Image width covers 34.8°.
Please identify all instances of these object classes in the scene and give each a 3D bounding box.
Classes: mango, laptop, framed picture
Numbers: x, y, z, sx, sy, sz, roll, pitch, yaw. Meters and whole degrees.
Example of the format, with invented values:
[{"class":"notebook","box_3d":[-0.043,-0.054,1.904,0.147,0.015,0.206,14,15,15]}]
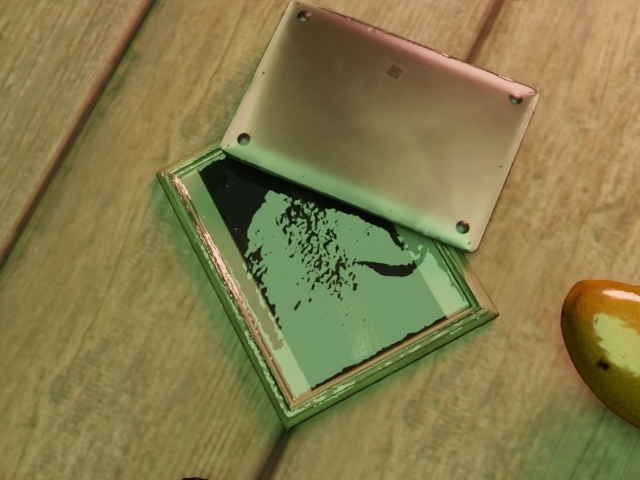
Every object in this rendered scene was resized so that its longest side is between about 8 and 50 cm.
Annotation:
[{"class":"mango","box_3d":[0.337,0.101,0.880,0.262,0.109,0.157,11,86,14]},{"class":"laptop","box_3d":[0.058,-0.116,0.991,0.269,0.015,0.187,22,73,6]},{"class":"framed picture","box_3d":[0.000,0.000,0.984,0.231,0.018,0.293,-29,75,-2]}]

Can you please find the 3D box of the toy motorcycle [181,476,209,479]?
[{"class":"toy motorcycle","box_3d":[-0.053,0.285,0.883,0.213,0.084,0.118,14,78,17]}]
